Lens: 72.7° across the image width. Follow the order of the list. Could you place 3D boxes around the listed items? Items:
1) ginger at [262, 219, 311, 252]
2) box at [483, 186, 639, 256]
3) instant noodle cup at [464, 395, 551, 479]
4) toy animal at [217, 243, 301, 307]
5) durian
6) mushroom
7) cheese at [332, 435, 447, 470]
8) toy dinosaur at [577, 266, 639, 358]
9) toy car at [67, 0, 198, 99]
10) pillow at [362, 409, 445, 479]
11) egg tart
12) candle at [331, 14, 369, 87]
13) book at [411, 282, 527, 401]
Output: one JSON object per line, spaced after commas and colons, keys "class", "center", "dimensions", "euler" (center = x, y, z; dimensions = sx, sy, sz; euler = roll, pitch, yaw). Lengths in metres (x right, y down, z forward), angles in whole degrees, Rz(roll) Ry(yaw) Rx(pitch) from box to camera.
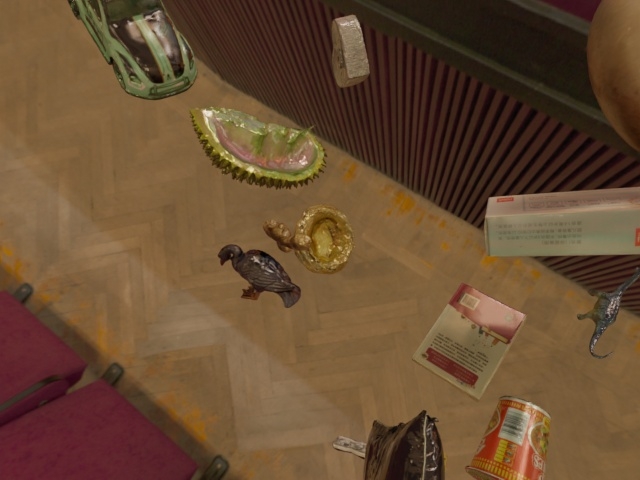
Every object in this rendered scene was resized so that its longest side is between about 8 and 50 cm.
{"class": "ginger", "center": [-0.113, -0.015, 1.416], "dimensions": [0.059, 0.214, 0.133], "euler": [-44, 113, -24]}
{"class": "box", "center": [0.424, -0.031, 0.743], "dimensions": [0.269, 0.135, 0.079], "euler": [-3, 109, 24]}
{"class": "instant noodle cup", "center": [0.492, 0.526, 1.111], "dimensions": [0.193, 0.193, 0.212], "euler": [24, 64, 14]}
{"class": "toy animal", "center": [-0.203, 0.116, 1.432], "dimensions": [0.298, 0.122, 0.186], "euler": [23, 130, 18]}
{"class": "durian", "center": [-0.127, -0.209, 1.016], "dimensions": [0.158, 0.351, 0.169], "euler": [24, 109, 49]}
{"class": "mushroom", "center": [0.502, -0.240, 0.520], "dimensions": [0.292, 0.290, 0.293], "euler": [9, 74, -33]}
{"class": "cheese", "center": [0.093, 0.310, 0.622], "dimensions": [0.162, 0.086, 0.036], "euler": [2, 102, 31]}
{"class": "toy dinosaur", "center": [0.974, 0.242, 1.494], "dimensions": [0.076, 0.147, 0.363], "euler": [38, 74, -4]}
{"class": "toy car", "center": [-0.330, -0.388, 0.748], "dimensions": [0.136, 0.125, 0.306], "euler": [-28, 76, -25]}
{"class": "pillow", "center": [0.067, 0.234, 0.395], "dimensions": [0.055, 0.208, 0.141], "euler": [6, 65, 0]}
{"class": "egg tart", "center": [0.000, 0.000, 1.653], "dimensions": [0.118, 0.288, 0.288], "euler": [-12, 74, 49]}
{"class": "candle", "center": [0.080, -0.494, 1.182], "dimensions": [0.068, 0.192, 0.169], "euler": [-15, 55, -6]}
{"class": "book", "center": [0.336, 0.220, 0.980], "dimensions": [0.162, 0.022, 0.232], "euler": [28, 67, 30]}
